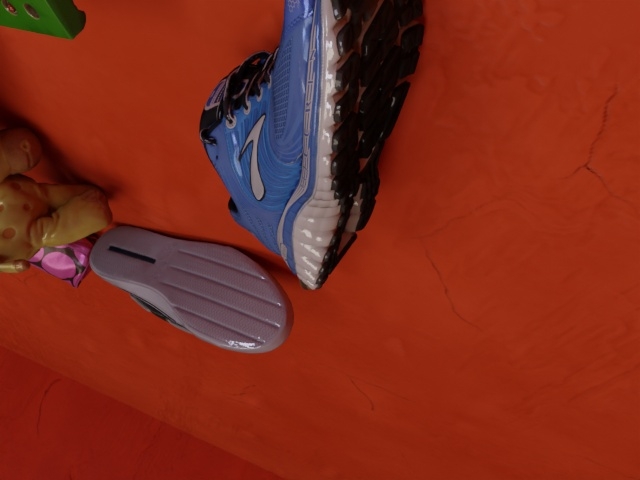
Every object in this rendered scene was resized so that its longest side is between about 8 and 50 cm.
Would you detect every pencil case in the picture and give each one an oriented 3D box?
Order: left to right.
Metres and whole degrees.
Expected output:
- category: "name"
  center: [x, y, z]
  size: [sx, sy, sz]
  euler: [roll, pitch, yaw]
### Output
- category: "pencil case"
  center: [-0.427, -0.015, 1.111]
  size: [0.209, 0.095, 0.098]
  euler: [32, 133, -18]

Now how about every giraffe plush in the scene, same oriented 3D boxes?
- category: "giraffe plush"
  center: [-0.380, -0.063, 0.910]
  size: [0.181, 0.210, 0.170]
  euler: [-6, 113, 40]

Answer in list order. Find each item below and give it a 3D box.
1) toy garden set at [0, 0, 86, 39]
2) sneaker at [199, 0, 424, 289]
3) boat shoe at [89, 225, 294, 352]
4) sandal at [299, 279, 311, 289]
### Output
- category: "toy garden set"
  center: [-0.277, -0.257, 0.497]
  size: [0.204, 0.049, 0.244]
  euler: [18, 152, 32]
- category: "sneaker"
  center: [-0.027, -0.089, 0.552]
  size: [0.147, 0.129, 0.330]
  euler: [29, 146, 10]
- category: "boat shoe"
  center: [-0.161, 0.066, 1.018]
  size: [0.335, 0.121, 0.119]
  euler: [22, 165, 32]
- category: "sandal"
  center: [0.000, 0.000, 0.782]
  size: [0.049, 0.072, 0.180]
  euler: [5, 153, 6]
